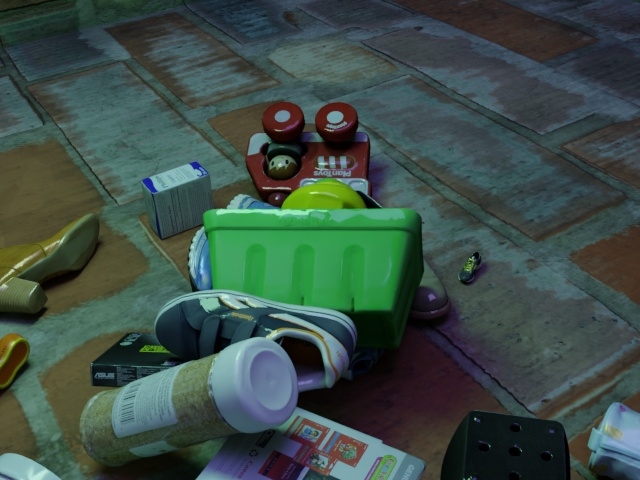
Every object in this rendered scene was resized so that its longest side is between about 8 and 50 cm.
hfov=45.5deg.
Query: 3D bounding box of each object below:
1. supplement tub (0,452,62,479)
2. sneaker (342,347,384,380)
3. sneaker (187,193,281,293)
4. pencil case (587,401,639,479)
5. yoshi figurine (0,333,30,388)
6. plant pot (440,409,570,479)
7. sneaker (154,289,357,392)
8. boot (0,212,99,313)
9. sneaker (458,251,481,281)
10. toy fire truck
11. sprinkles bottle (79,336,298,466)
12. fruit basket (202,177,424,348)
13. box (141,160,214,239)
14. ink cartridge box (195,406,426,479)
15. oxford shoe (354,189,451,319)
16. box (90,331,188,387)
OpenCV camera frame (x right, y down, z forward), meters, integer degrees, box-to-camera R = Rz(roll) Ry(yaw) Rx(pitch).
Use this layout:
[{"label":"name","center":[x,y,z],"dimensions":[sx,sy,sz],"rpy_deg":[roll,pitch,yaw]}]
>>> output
[{"label":"supplement tub","center":[-0.428,0.439,0.883],"dimensions":[0.241,0.241,0.331],"rpy_deg":[18,41,26]},{"label":"sneaker","center":[0.084,0.197,1.336],"dimensions":[0.144,0.053,0.059],"rpy_deg":[-32,45,-22]},{"label":"sneaker","center":[-0.155,0.015,1.534],"dimensions":[0.147,0.130,0.330],"rpy_deg":[8,38,19]},{"label":"pencil case","center":[0.519,0.329,1.069],"dimensions":[0.273,0.113,0.124],"rpy_deg":[21,21,31]},{"label":"yoshi figurine","center":[-0.703,0.138,1.371],"dimensions":[0.362,0.203,0.203],"rpy_deg":[11,23,22]},{"label":"plant pot","center":[0.256,0.339,1.033],"dimensions":[0.188,0.167,0.187],"rpy_deg":[7,38,11]},{"label":"sneaker","center":[-0.111,0.155,1.151],"dimensions":[0.321,0.126,0.127],"rpy_deg":[2,25,10]},{"label":"boot","center":[-0.610,0.030,1.566],"dimensions":[0.211,0.104,0.295],"rpy_deg":[10,42,16]},{"label":"sneaker","center":[0.299,0.051,1.529],"dimensions":[0.031,0.035,0.083],"rpy_deg":[16,40,25]},{"label":"toy fire truck","center":[-0.028,-0.174,1.773],"dimensions":[0.302,0.169,0.254],"rpy_deg":[1,55,7]},{"label":"sprinkles bottle","center":[-0.197,0.238,1.095],"dimensions":[0.355,0.121,0.121],"rpy_deg":[-23,23,35]},{"label":"fruit basket","center":[0.000,0.000,1.354],"dimensions":[0.392,0.283,0.392],"rpy_deg":[-4,60,7]},{"label":"box","center":[-0.313,-0.090,1.687],"dimensions":[0.137,0.126,0.072],"rpy_deg":[-23,42,-25]},{"label":"ink cartridge box","center":[-0.039,0.390,1.011],"dimensions":[0.272,0.130,0.309],"rpy_deg":[16,41,26]},{"label":"oxford shoe","center":[0.132,0.024,1.497],"dimensions":[0.123,0.130,0.348],"rpy_deg":[-20,40,-23]},{"label":"box","center":[-0.265,0.202,1.294],"dimensions":[0.191,0.045,0.184],"rpy_deg":[2,7,6]}]
